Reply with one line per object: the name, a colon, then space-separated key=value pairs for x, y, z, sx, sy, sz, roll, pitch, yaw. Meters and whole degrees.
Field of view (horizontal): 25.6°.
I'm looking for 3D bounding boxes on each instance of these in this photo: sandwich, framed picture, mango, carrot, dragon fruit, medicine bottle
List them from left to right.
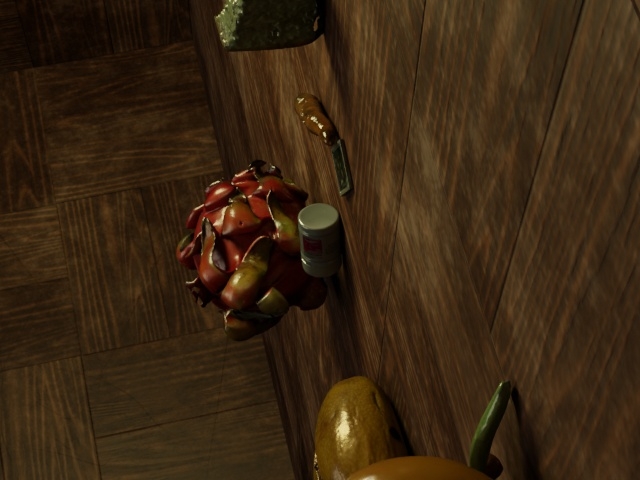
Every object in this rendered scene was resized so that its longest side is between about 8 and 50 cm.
dragon fruit: x=-0.106 y=0.021 z=2.088 sx=0.243 sy=0.227 sz=0.307 roll=50 pitch=-160 yaw=11
sandwich: x=-0.076 y=-0.365 z=1.737 sx=0.122 sy=0.128 sz=0.235 roll=115 pitch=144 yaw=-65
carrot: x=-0.006 y=-0.159 z=1.852 sx=0.165 sy=0.036 sz=0.035 roll=-116 pitch=17 yaw=-63
medicine bottle: x=0.000 y=0.000 z=1.953 sx=0.058 sy=0.058 sz=0.091 roll=-109 pitch=10 yaw=-48
framed picture: x=0.027 y=-0.092 z=1.803 sx=0.089 sy=0.007 sz=0.066 roll=149 pitch=110 yaw=-82
mango: x=0.048 y=0.281 z=1.755 sx=0.295 sy=0.120 sz=0.177 roll=-110 pitch=13 yaw=-52

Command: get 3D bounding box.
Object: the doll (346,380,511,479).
doll: x=0.102 y=0.253 z=1.142 sx=0.236 sy=0.213 sz=0.213 roll=-52 pitch=-24 yaw=-32
